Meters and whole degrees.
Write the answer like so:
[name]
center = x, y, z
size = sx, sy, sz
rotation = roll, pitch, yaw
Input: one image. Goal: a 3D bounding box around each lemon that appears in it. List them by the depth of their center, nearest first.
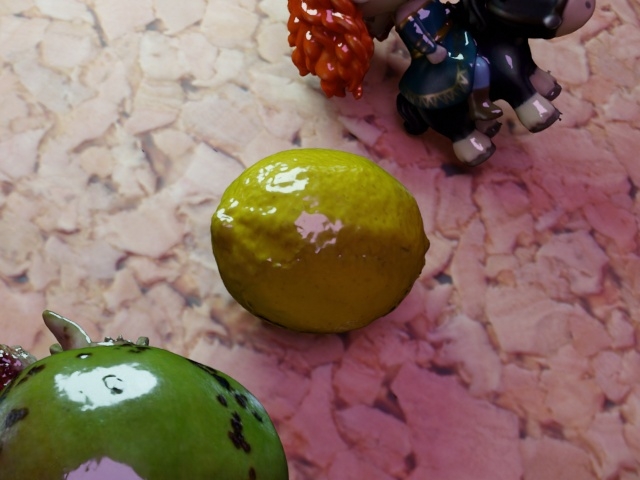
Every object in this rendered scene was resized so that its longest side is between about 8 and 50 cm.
[lemon]
center = 0.000, 0.000, 1.021
size = 0.260, 0.204, 0.204
rotation = 8, 61, -28

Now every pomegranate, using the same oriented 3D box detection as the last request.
[pomegranate]
center = -0.168, 0.191, 0.858
size = 0.291, 0.291, 0.323
rotation = 11, 53, -5

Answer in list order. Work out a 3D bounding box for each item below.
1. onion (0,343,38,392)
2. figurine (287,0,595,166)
[onion]
center = -0.435, 0.153, 0.884
size = 0.348, 0.159, 0.267
rotation = -26, 74, -21
[figurine]
center = 0.121, -0.273, 1.124
size = 0.412, 0.306, 0.241
rotation = 29, 52, 2
